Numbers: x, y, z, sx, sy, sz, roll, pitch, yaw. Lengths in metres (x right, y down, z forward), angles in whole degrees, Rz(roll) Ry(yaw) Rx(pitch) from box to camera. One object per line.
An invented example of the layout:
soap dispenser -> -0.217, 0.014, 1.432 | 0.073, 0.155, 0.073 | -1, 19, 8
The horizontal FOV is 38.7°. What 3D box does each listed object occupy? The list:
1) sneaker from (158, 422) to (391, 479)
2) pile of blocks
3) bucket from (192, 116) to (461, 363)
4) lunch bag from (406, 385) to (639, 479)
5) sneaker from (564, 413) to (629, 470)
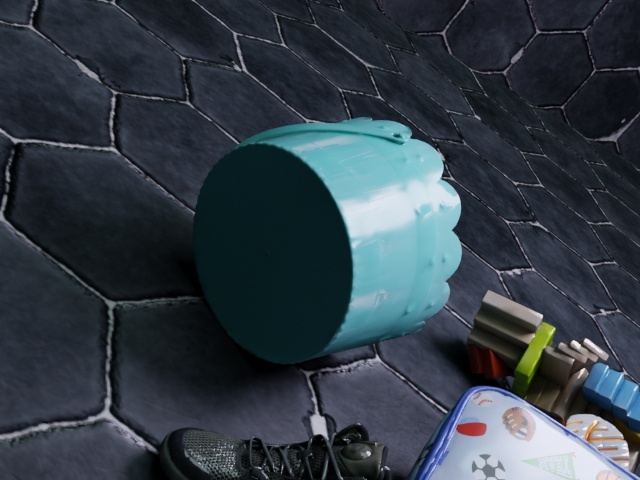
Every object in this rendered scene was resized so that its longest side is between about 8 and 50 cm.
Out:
sneaker -> -0.026, 0.203, 0.823 | 0.227, 0.130, 0.087 | 29, 26, -15
pile of blocks -> 0.344, 0.221, 1.251 | 0.362, 0.149, 0.112 | 35, 67, -1
bucket -> 0.000, 0.000, 1.024 | 0.183, 0.281, 0.281 | -12, 55, -48
lunch bag -> 0.223, 0.309, 0.915 | 0.303, 0.115, 0.243 | 33, 45, 7
sneaker -> 0.351, 0.318, 1.146 | 0.084, 0.083, 0.215 | -3, 48, -3
